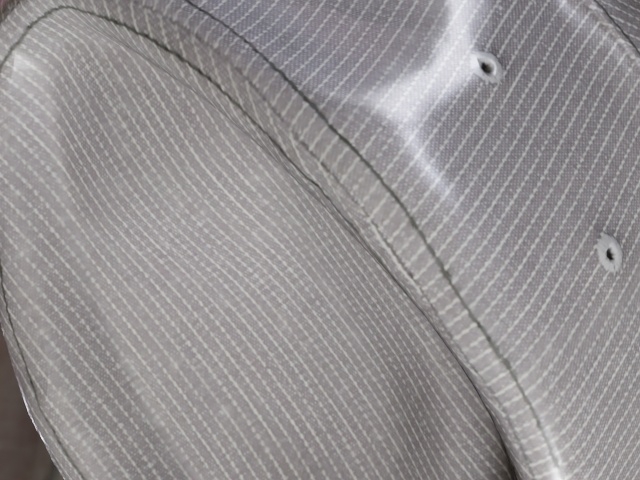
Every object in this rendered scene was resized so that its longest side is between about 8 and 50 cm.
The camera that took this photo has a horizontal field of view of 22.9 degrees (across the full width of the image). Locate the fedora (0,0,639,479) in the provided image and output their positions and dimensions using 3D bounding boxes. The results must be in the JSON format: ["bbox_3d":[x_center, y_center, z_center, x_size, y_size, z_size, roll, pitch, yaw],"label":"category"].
[{"bbox_3d":[0.000,0.000,0.403,0.244,0.124,0.275,-27,-89,37],"label":"fedora"}]
